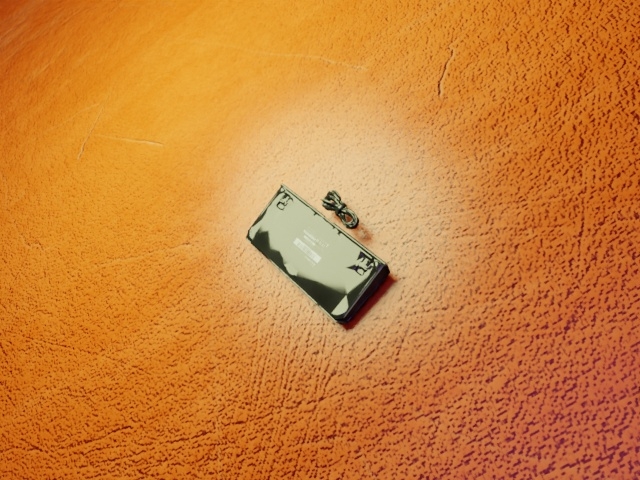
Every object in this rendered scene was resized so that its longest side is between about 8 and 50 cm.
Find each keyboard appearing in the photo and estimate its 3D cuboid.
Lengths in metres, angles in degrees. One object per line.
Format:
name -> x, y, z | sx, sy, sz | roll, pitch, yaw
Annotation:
keyboard -> 0.000, 0.000, 0.619 | 0.180, 0.023, 0.108 | 39, 94, 35
